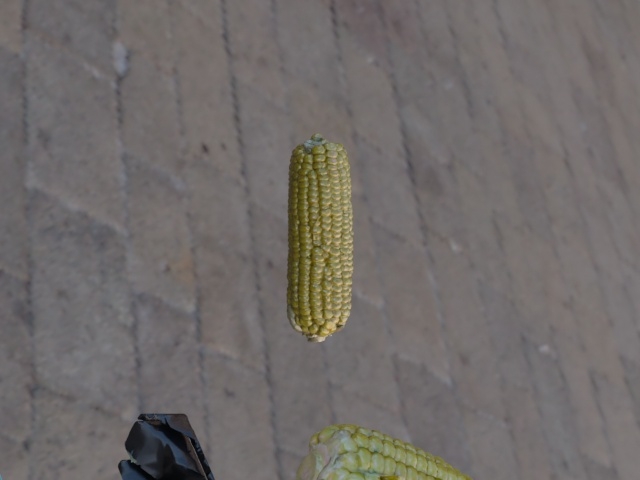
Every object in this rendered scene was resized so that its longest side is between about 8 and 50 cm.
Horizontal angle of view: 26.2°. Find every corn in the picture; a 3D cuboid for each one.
[{"bbox_3d":[0.092,0.183,0.791,0.248,0.081,0.081,30,38,-20],"label":"corn"},{"bbox_3d":[0.000,0.000,1.545,0.080,0.080,0.238,-23,118,-64],"label":"corn"}]

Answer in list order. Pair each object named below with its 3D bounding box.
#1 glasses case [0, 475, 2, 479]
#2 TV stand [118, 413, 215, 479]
[{"bbox_3d":[-0.364,0.212,0.902,0.117,0.301,0.070,-69,143,-78],"label":"glasses case"},{"bbox_3d":[-0.058,0.209,0.791,0.036,0.042,0.249,7,41,-40],"label":"TV stand"}]
